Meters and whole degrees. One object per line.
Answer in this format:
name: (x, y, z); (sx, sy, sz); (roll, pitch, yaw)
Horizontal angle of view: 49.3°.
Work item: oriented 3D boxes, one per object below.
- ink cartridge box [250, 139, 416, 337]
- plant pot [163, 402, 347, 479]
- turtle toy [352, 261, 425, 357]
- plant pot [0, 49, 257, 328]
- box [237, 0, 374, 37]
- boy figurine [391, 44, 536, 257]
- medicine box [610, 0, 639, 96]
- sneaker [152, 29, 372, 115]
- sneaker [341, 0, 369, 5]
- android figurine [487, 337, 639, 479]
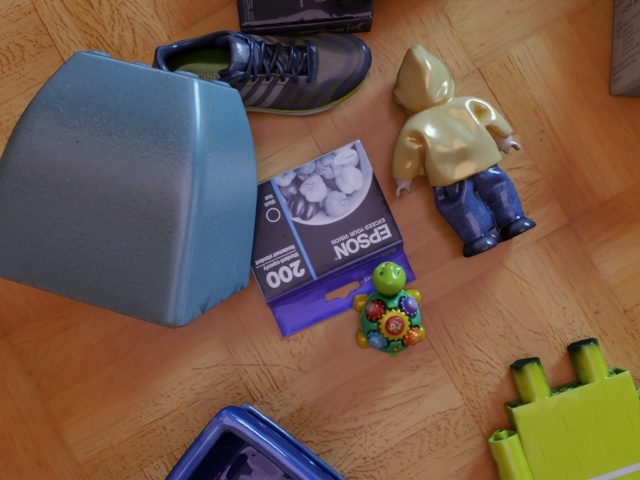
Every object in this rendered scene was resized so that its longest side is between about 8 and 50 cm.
ink cartridge box: (0.000, 0.000, 0.944); (0.206, 0.045, 0.208); (-24, 89, -1)
plant pot: (-0.082, 0.345, 0.842); (0.236, 0.212, 0.236); (37, 88, 3)
turtle toy: (0.092, 0.092, 0.921); (0.095, 0.066, 0.130); (-7, 95, -3)
plant pot: (-0.207, -0.075, 0.807); (0.247, 0.247, 0.253); (15, 101, 9)
box: (-0.029, -0.398, 0.957); (0.183, 0.059, 0.233); (-5, 87, -1)
boy figurine: (0.168, -0.118, 0.928); (0.177, 0.092, 0.285); (-28, 87, -1)
medicine box: (0.541, -0.336, 0.910); (0.263, 0.149, 0.290); (4, 88, 0)
sneaker: (-0.080, -0.223, 0.916); (0.299, 0.121, 0.111); (-8, 87, -1)
sneaker: (0.143, -0.438, 0.868); (0.343, 0.134, 0.146); (-25, 77, -3)
android figurine: (0.353, 0.277, 0.926); (0.248, 0.056, 0.273); (-16, 85, -1)
